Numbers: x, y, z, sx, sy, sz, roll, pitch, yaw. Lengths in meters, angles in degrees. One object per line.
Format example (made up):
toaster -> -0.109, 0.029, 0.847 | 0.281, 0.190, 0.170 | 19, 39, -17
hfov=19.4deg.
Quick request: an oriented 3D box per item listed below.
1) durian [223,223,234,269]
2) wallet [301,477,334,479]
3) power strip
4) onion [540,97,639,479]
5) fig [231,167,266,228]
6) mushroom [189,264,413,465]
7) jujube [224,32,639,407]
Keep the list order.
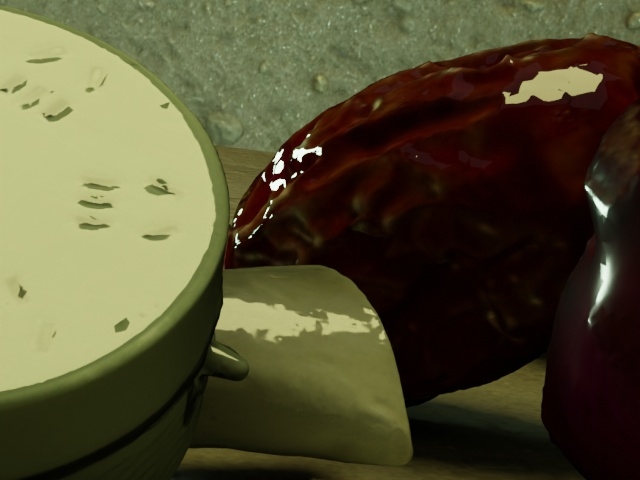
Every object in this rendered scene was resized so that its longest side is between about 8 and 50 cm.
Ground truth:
durian -> -0.151, 0.002, 1.862 | 0.182, 0.132, 0.165 | 44, 18, -9
wallet -> 0.033, 0.174, 1.008 | 0.275, 0.068, 0.335 | 9, 5, 22
power strip -> -0.212, 0.021, 1.053 | 0.358, 0.161, 0.357 | 6, 43, -6
onion -> 0.355, 0.058, 1.077 | 0.420, 0.398, 0.398 | 40, 27, 31
fig -> 0.000, 0.000, 1.905 | 0.181, 0.181, 0.191 | 6, -19, 2
mushroom -> -0.153, 0.096, 1.194 | 0.397, 0.126, 0.177 | -5, 23, -16
jujube -> 0.109, -0.011, 1.448 | 0.377, 0.276, 0.276 | -19, -2, 23
